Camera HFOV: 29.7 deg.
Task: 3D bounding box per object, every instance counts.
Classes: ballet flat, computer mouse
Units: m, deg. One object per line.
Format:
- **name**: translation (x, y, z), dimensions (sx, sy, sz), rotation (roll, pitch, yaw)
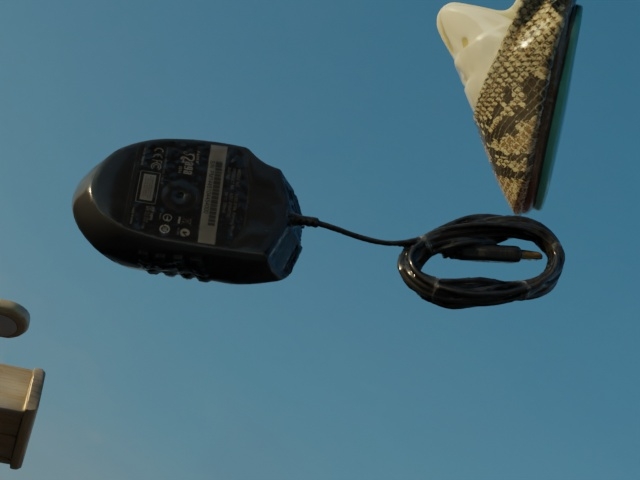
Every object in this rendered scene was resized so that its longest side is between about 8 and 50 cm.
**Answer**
- **ballet flat**: translation (0.228, -0.276, 1.257), dimensions (0.182, 0.483, 0.164), rotation (21, 8, 8)
- **computer mouse**: translation (0.000, 0.000, 0.591), dimensions (0.242, 0.071, 0.041), rotation (10, -37, -4)

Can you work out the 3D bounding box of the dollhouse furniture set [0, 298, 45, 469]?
- **dollhouse furniture set**: translation (-0.344, 0.255, 0.981), dimensions (0.173, 0.355, 0.303), rotation (12, -41, -12)
